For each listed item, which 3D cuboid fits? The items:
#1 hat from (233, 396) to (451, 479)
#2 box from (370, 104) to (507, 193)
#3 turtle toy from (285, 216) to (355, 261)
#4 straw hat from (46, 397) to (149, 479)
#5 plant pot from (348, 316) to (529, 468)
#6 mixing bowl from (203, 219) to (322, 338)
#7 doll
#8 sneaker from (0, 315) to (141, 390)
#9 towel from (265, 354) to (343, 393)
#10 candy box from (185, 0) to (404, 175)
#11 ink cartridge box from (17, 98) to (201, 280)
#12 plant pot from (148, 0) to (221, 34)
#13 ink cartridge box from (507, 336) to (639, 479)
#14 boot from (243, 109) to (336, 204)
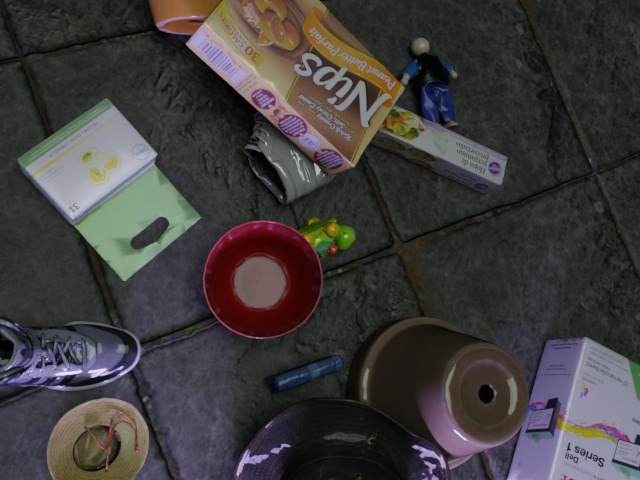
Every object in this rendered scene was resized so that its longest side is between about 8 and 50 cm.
[{"bbox_3d":[0.032,0.395,0.942,0.331,0.134,0.331,0,110,0],"label":"hat"},{"bbox_3d":[0.191,-0.181,1.231,0.324,0.067,0.063,22,73,-15],"label":"box"},{"bbox_3d":[0.000,0.000,1.116,0.130,0.095,0.066,-21,107,-22],"label":"turtle toy"},{"bbox_3d":[-0.323,0.298,0.945,0.144,0.061,0.144,14,66,-32],"label":"straw hat"},{"bbox_3d":[0.203,0.246,1.054,0.263,0.229,0.263,4,78,-19],"label":"plant pot"},{"bbox_3d":[-0.092,0.063,1.049,0.181,0.098,0.181,1,84,-8],"label":"mixing bowl"},{"bbox_3d":[0.209,-0.303,1.274,0.129,0.046,0.189,-8,81,-22],"label":"doll"},{"bbox_3d":[-0.380,0.157,0.906,0.269,0.153,0.101,2,78,-19],"label":"sneaker"},{"bbox_3d":[-0.024,0.215,1.065,0.119,0.067,0.029,-15,82,-22],"label":"towel"},{"bbox_3d":[-0.032,-0.277,1.058,0.316,0.087,0.183,41,67,-20],"label":"candy box"},{"bbox_3d":[-0.321,-0.080,1.034,0.171,0.056,0.235,-43,92,-23],"label":"ink cartridge box"},{"bbox_3d":[-0.213,-0.446,1.089,0.205,0.205,0.188,-5,96,-20],"label":"plant pot"},{"bbox_3d":[0.482,0.342,1.189,0.201,0.117,0.278,27,71,-12],"label":"ink cartridge box"},{"bbox_3d":[-0.081,-0.189,1.118,0.123,0.095,0.258,-33,92,-30],"label":"boot"}]
